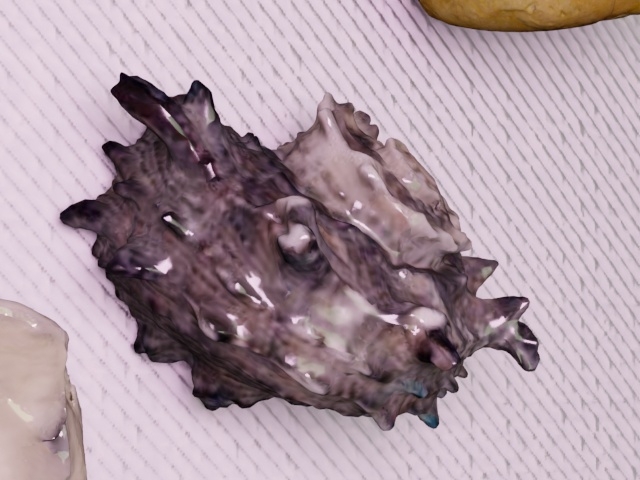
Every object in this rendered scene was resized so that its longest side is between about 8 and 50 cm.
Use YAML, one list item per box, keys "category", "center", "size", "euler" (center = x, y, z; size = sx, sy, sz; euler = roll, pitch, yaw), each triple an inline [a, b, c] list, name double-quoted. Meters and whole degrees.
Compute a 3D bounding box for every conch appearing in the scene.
- category: "conch"
  center: [-0.003, -0.003, 0.939]
  size: [0.313, 0.186, 0.240]
  euler: [17, 49, -15]

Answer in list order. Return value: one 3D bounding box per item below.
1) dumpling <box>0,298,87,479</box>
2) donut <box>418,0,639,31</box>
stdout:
- category: "dumpling"
  center: [-0.241, 0.159, 0.767]
  size: [0.243, 0.187, 0.318]
  euler: [6, 107, -12]
- category: "donut"
  center: [0.180, -0.223, 1.055]
  size: [0.261, 0.208, 0.128]
  euler: [-10, 105, -21]
